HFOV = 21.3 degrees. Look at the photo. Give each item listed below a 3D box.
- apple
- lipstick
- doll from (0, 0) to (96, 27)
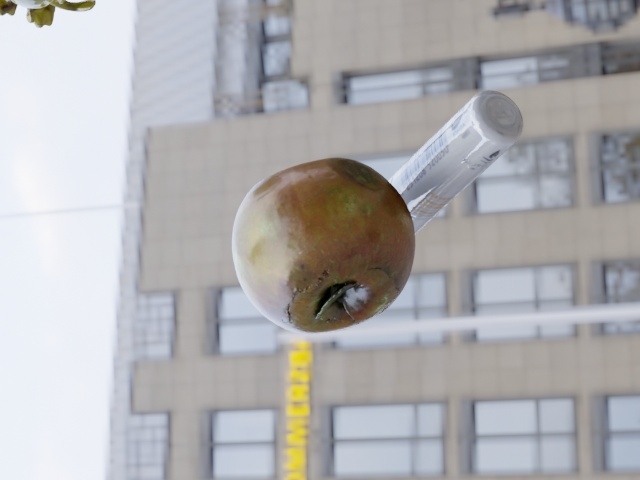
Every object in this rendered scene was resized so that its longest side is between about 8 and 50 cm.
[{"bbox_3d":[0.000,0.000,1.057,0.099,0.114,0.102,28,-146,-46],"label":"apple"},{"bbox_3d":[0.078,-0.046,1.082,0.040,0.141,0.040,13,-122,-22],"label":"lipstick"},{"bbox_3d":[-0.209,-0.235,1.375,0.188,0.145,0.096,92,-175,-55],"label":"doll"}]
